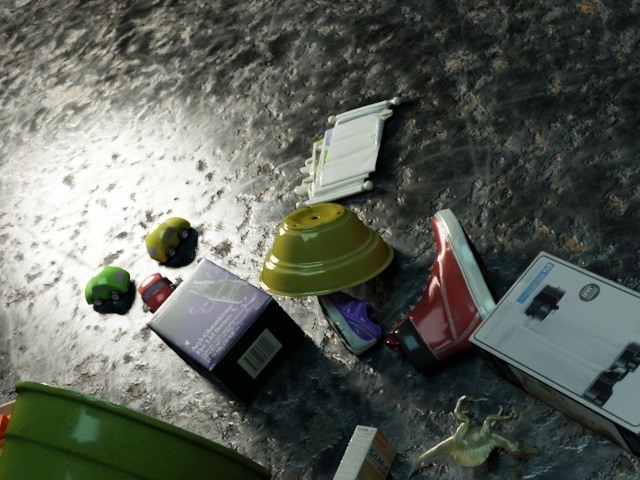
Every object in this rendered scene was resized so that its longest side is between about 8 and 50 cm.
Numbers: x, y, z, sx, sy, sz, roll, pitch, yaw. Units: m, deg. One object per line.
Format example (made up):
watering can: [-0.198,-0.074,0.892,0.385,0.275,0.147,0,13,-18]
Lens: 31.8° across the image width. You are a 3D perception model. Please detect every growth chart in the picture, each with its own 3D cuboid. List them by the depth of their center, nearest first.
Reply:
growth chart: [0.044,-0.156,1.994,0.172,0.021,0.237,-9,47,32]

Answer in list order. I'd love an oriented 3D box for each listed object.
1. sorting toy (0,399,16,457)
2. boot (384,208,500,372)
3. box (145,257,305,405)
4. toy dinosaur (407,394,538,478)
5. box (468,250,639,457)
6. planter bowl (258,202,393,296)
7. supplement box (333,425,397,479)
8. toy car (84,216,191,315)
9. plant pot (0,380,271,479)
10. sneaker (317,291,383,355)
sorting toy: [-0.586,0.368,1.947,0.348,0.047,0.196,-21,42,20]
boot: [0.158,0.072,1.635,0.176,0.088,0.244,-29,43,14]
box: [-0.153,0.141,1.786,0.153,0.108,0.207,-50,41,-14]
toy dinosaur: [0.188,0.254,1.456,0.183,0.053,0.092,-14,46,27]
box: [0.350,0.140,1.414,0.169,0.087,0.290,-47,40,-11]
planter bowl: [0.000,0.000,1.750,0.217,0.090,0.217,-11,21,4]
supplement box: [0.058,0.306,1.498,0.036,0.062,0.098,2,54,40]
toy car: [-0.350,0.061,2.060,0.225,0.053,0.239,-20,42,21]
plant pot: [-0.295,0.416,1.476,0.367,0.366,0.353,4,67,40]
sneaker: [0.044,0.108,1.719,0.071,0.068,0.170,-27,46,-10]
